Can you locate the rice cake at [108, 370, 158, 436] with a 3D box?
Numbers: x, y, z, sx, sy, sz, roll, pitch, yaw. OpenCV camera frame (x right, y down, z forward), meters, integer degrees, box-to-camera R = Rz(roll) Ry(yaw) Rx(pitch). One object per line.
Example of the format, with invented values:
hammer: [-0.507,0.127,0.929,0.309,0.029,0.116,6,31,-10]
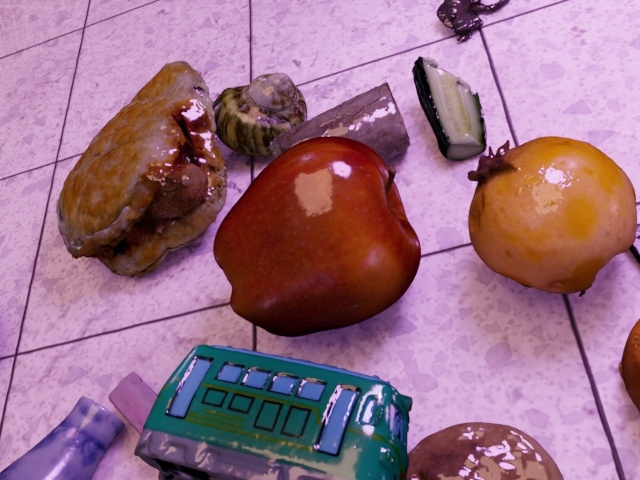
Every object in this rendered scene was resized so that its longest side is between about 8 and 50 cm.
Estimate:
rice cake: [-0.223,0.319,1.070,0.072,0.056,0.365,-46,53,-13]

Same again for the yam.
yam: [0.045,-0.174,1.233,0.255,0.154,0.154,-27,52,-1]

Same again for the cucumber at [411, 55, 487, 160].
cucumber: [0.227,-0.230,1.234,0.085,0.115,0.192,-51,42,44]

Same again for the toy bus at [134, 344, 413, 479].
toy bus: [-0.045,0.259,0.905,0.344,0.183,0.199,8,58,21]

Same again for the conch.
conch: [-0.119,-0.251,1.346,0.124,0.187,0.181,-101,32,-72]

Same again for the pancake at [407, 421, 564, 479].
pancake: [0.197,0.345,0.877,0.242,0.050,0.241,-11,55,17]

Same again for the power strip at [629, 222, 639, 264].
power strip: [0.478,0.025,0.986,0.038,0.029,0.111,-23,50,8]

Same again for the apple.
apple: [0.000,0.000,1.056,0.317,0.288,0.288,-33,51,12]

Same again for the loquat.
loquat: [0.318,-0.043,0.973,0.244,0.244,0.243,-11,55,16]

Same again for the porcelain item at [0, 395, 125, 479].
porcelain item: [-0.421,0.375,1.074,0.141,0.141,0.259,18,57,31]

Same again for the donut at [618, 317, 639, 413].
donut: [0.488,0.163,0.838,0.227,0.113,0.226,-11,53,15]

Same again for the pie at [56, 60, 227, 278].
pie: [-0.350,-0.145,1.355,0.395,0.180,0.418,-32,47,22]

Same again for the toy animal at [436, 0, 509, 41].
toy animal: [0.304,-0.514,1.390,0.148,0.084,0.232,-10,58,18]
